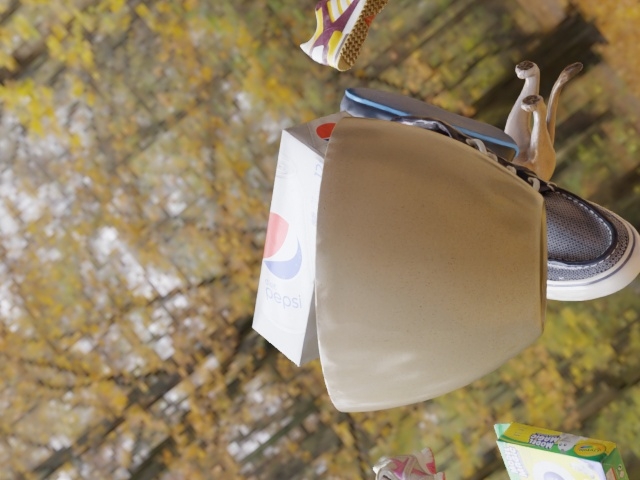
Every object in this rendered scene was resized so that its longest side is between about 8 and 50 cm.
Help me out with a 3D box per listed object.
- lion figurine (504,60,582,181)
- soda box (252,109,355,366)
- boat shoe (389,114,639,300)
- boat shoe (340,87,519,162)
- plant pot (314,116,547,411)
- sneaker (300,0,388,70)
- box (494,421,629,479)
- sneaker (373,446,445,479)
[{"bbox_3d":[0.256,-0.090,2.118,0.142,0.392,0.240,37,151,50],"label":"lion figurine"},{"bbox_3d":[0.000,0.000,1.628,0.098,0.286,0.091,-22,-134,-37],"label":"soda box"},{"bbox_3d":[0.198,-0.043,1.612,0.341,0.127,0.158,18,158,42],"label":"boat shoe"},{"bbox_3d":[0.143,-0.131,1.910,0.258,0.089,0.109,19,-159,-12],"label":"boat shoe"},{"bbox_3d":[0.116,0.024,1.343,0.284,0.191,0.284,1,-90,-78],"label":"plant pot"},{"bbox_3d":[0.039,-0.334,1.985,0.084,0.185,0.069,27,176,24],"label":"sneaker"},{"bbox_3d":[0.292,0.283,1.740,0.179,0.043,0.105,7,128,46],"label":"box"},{"bbox_3d":[0.143,0.411,2.253,0.252,0.111,0.103,-125,26,-81],"label":"sneaker"}]
